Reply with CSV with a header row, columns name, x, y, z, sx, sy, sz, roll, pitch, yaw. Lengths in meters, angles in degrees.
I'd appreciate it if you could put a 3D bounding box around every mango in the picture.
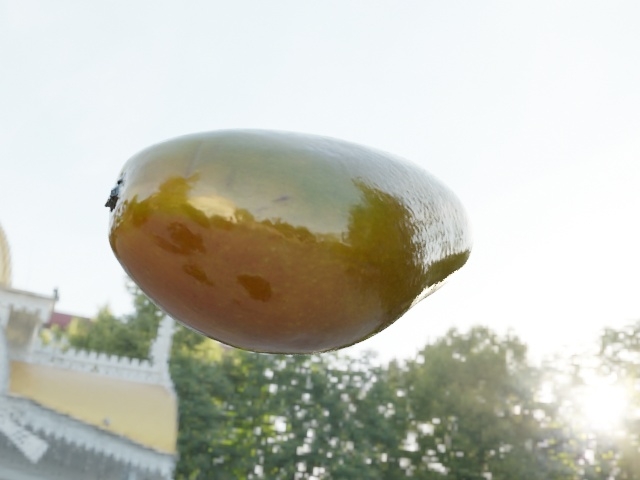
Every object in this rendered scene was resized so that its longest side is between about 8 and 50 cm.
name,x,y,z,sx,sy,sz,roll,pitch,yaw
mango,0.000,0.000,0.562,0.253,0.138,0.113,0,-58,-43
